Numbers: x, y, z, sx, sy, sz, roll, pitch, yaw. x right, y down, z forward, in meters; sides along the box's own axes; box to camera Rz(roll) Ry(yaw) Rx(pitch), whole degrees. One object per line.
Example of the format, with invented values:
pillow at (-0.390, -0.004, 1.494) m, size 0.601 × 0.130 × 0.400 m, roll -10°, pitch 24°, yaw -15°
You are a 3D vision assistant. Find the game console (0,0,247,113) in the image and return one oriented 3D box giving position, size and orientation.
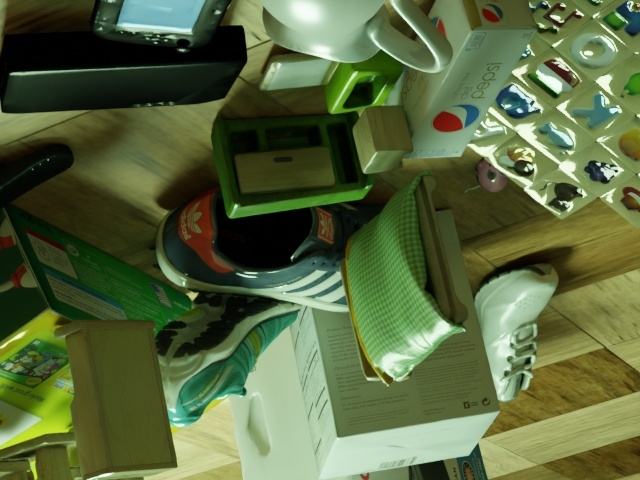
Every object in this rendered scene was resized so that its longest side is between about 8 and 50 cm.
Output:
game console at (-0.158, -0.177, 1.489) m, size 0.213 × 0.044 × 0.361 m, roll -5°, pitch 168°, yaw -14°

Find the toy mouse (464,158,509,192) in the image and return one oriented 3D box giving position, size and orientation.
toy mouse at (0.232, -0.085, 2.020) m, size 0.161 × 0.031 × 0.143 m, roll -17°, pitch 158°, yaw 15°

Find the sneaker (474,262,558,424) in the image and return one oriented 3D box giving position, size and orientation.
sneaker at (0.260, 0.143, 2.440) m, size 0.111 × 0.129 × 0.297 m, roll -6°, pitch 143°, yaw -28°

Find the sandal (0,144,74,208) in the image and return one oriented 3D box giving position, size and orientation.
sandal at (-0.335, -0.058, 1.795) m, size 0.179 × 0.040 × 0.067 m, roll -28°, pitch 163°, yaw 2°

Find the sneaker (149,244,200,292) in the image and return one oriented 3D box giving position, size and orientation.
sneaker at (-0.124, 0.035, 2.119) m, size 0.089 × 0.051 × 0.170 m, roll -20°, pitch 153°, yaw 21°

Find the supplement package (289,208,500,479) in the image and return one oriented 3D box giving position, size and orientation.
supplement package at (0.078, 0.129, 2.160) m, size 0.199 × 0.262 × 0.198 m, roll -8°, pitch 159°, yaw -10°

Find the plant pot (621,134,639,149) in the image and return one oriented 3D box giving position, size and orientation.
plant pot at (0.349, -0.143, 1.827) m, size 0.237 × 0.109 × 0.237 m, roll -11°, pitch 159°, yaw -4°

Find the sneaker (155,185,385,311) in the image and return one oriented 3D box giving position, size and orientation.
sneaker at (0.000, 0.000, 1.975) m, size 0.350 × 0.131 × 0.148 m, roll -1°, pitch 161°, yaw -26°

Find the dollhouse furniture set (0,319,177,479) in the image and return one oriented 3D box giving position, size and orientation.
dollhouse furniture set at (-0.282, 0.193, 1.900) m, size 0.242 × 0.161 × 0.212 m, roll -22°, pitch 164°, yaw 39°

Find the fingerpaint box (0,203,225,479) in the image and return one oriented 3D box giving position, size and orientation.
fingerpaint box at (-0.370, 0.167, 2.058) m, size 0.371 × 0.163 × 0.445 m, roll -35°, pitch 154°, yaw 12°

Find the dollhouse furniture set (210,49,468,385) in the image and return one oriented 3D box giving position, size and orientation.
dollhouse furniture set at (0.011, -0.016, 1.704) m, size 0.151 × 0.301 × 0.197 m, roll -6°, pitch 159°, yaw -18°

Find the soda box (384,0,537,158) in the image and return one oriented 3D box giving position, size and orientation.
soda box at (0.128, -0.164, 1.674) m, size 0.069 × 0.074 × 0.216 m, roll -3°, pitch 151°, yaw -20°

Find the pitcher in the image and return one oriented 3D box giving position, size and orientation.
pitcher at (0.026, -0.209, 1.426) m, size 0.178 × 0.125 × 0.207 m, roll 23°, pitch 165°, yaw 10°

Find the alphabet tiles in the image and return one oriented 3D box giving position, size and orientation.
alphabet tiles at (0.288, -0.141, 1.726) m, size 0.285 × 0.011 × 0.342 m, roll 36°, pitch 139°, yaw -18°

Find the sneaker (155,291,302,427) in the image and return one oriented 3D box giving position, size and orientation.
sneaker at (-0.111, 0.123, 2.017) m, size 0.107 × 0.110 × 0.275 m, roll 10°, pitch -157°, yaw 26°

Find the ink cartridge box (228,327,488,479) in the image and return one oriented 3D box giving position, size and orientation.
ink cartridge box at (0.058, 0.271, 2.480) m, size 0.166 × 0.285 × 0.395 m, roll -25°, pitch 156°, yaw 28°
